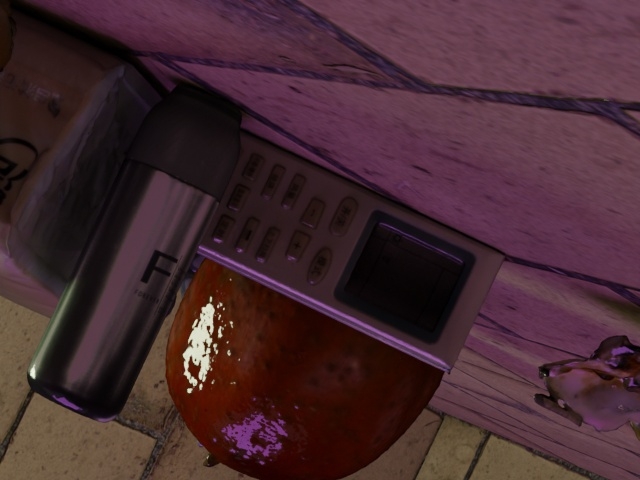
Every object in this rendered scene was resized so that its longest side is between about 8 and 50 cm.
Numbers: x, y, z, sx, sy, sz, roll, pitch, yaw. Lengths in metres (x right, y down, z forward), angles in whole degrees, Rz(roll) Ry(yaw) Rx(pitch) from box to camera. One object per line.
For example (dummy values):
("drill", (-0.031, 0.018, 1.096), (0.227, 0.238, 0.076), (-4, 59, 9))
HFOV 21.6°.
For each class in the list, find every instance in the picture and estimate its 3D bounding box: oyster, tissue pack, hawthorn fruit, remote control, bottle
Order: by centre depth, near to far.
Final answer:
("bottle", (-0.132, 0.010, 1.257), (0.079, 0.253, 0.096), (21, 175, 29))
("oyster", (0.343, 0.156, 1.315), (0.354, 0.107, 0.201), (34, 158, -11))
("remote control", (0.000, 0.000, 1.341), (0.277, 0.103, 0.055), (25, 173, 5))
("tissue pack", (-0.327, -0.097, 1.398), (0.405, 0.205, 0.332), (23, 169, 16))
("hawthorn fruit", (-0.024, 0.115, 1.645), (0.275, 0.299, 0.275), (35, -166, -10))

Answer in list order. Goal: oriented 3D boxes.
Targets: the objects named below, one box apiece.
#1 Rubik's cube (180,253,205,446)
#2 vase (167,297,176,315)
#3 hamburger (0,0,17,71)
("Rubik's cube", (-0.045, 0.057, 1.852), (0.233, 0.228, 0.228), (-10, -124, -26))
("vase", (-0.202, -0.029, 1.720), (0.301, 0.156, 0.251), (0, 113, 62))
("hamburger", (-0.264, -0.165, 0.998), (0.177, 0.113, 0.185), (25, 175, 15))
